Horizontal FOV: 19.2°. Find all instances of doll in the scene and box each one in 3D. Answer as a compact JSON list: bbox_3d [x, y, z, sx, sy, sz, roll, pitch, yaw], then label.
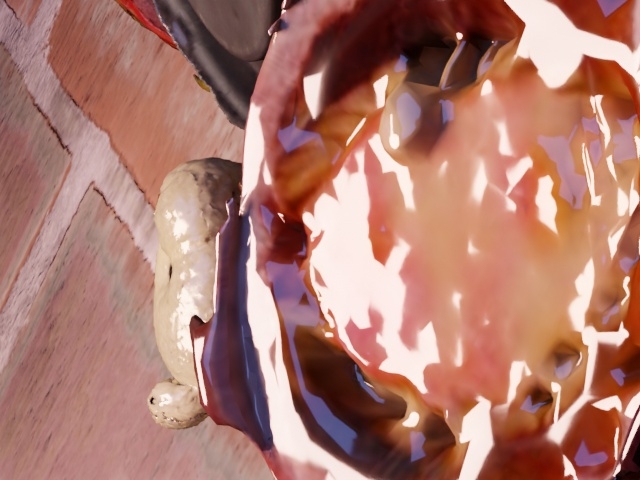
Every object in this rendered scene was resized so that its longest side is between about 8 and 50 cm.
[{"bbox_3d":[0.000,-0.004,1.100,0.278,0.149,0.175,-27,13,37],"label":"doll"}]

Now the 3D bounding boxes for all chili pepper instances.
[{"bbox_3d":[0.142,0.011,0.668,0.229,0.305,0.251,2,84,55],"label":"chili pepper"}]

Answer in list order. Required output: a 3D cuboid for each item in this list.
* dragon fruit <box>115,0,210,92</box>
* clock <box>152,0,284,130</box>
[{"bbox_3d":[-0.064,-0.243,1.306,0.147,0.211,0.282,-153,64,-72],"label":"dragon fruit"},{"bbox_3d":[-0.053,-0.215,1.059,0.325,0.067,0.325,58,161,33],"label":"clock"}]
